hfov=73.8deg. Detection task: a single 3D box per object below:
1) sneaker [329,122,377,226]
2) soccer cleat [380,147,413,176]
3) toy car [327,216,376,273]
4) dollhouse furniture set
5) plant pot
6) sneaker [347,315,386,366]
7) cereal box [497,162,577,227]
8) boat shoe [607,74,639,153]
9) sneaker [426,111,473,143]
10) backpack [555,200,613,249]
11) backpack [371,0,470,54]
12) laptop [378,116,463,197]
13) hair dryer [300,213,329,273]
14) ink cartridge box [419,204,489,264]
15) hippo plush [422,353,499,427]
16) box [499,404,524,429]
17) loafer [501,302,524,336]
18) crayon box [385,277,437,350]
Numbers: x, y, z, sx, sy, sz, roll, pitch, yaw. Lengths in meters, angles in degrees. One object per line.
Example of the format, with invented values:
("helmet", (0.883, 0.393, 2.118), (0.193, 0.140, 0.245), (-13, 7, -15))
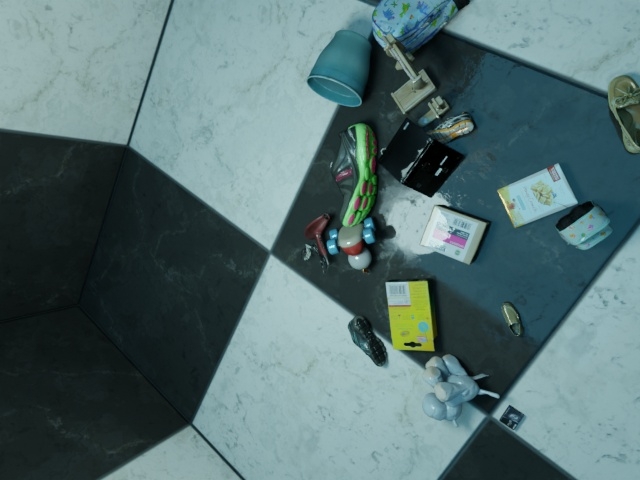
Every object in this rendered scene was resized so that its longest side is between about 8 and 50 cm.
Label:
("sneaker", (0.147, -0.300, 2.005), (0.202, 0.185, 0.483), (3, 84, 37))
("soccer cleat", (0.348, -0.349, 1.932), (0.196, 0.076, 0.068), (45, 114, 18))
("toy car", (0.179, 0.047, 2.033), (0.219, 0.210, 0.238), (-17, 115, 16))
("dollhouse furniture set", (0.348, -0.626, 1.748), (0.173, 0.355, 0.303), (-36, 78, 28))
("plant pot", (0.108, -0.788, 1.935), (0.271, 0.271, 0.255), (22, 90, 26))
("sneaker", (0.226, 0.496, 2.085), (0.106, 0.101, 0.267), (-42, 74, 48))
("cereal box", (0.852, -0.174, 1.684), (0.240, 0.047, 0.173), (-27, 82, 28))
("boat shoe", (1.096, -0.451, 1.498), (0.104, 0.089, 0.285), (-19, 85, 30))
("sneaker", (0.545, -0.479, 1.819), (0.214, 0.084, 0.083), (-13, 60, 35))
("backpack", (0.962, -0.051, 1.555), (0.166, 0.188, 0.144), (-41, 75, 25))
("backpack", (0.381, -0.955, 1.781), (0.290, 0.273, 0.355), (53, 128, 7))
("laptop", (0.431, -0.356, 1.858), (0.264, 0.137, 0.234), (22, 121, -19))
("hair dryer", (0.000, 0.000, 2.139), (0.223, 0.080, 0.294), (28, 120, 41))
("ink cartridge box", (0.572, -0.028, 1.832), (0.234, 0.088, 0.193), (23, 104, 25))
("hippo plush", (0.559, 0.660, 1.871), (0.294, 0.234, 0.237), (5, 122, -12))
("box", (0.811, 0.752, 1.810), (0.067, 0.018, 0.083), (32, 109, 23))
("loafer", (0.796, 0.329, 1.761), (0.056, 0.050, 0.148), (-30, 80, 28))
("crayon box", (0.418, 0.338, 1.955), (0.202, 0.081, 0.319), (-5, 92, 30))
